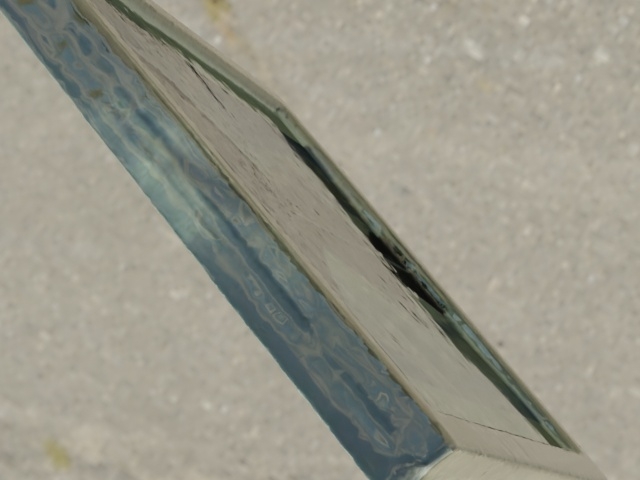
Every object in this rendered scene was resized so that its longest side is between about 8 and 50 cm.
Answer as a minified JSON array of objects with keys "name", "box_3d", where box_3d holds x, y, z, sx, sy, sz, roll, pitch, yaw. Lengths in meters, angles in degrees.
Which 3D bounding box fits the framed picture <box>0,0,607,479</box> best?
[{"name":"framed picture","box_3d":[0.000,0.000,0.428,0.150,0.015,0.203,50,-173,18]}]
